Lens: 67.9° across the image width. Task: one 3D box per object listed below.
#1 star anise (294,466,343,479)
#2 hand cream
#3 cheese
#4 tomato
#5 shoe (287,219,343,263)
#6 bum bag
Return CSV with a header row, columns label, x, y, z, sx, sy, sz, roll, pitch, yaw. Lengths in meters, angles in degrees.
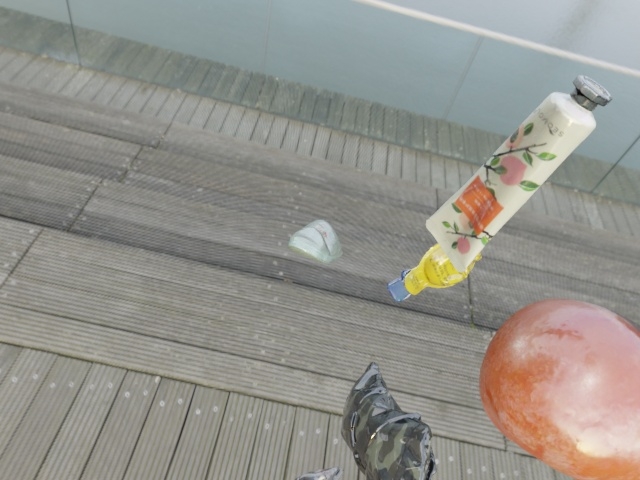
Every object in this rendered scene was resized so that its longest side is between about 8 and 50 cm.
label,x,y,z,sx,sy,sz,roll,pitch,yaw
star anise,-0.045,0.358,0.589,0.065,0.195,0.182,24,11,24
hand cream,0.193,-0.063,0.495,0.050,0.234,0.080,-4,53,-35
cheese,0.286,0.077,1.202,0.250,0.157,0.064,-28,35,6
tomato,0.291,0.164,0.534,0.208,0.208,0.185,28,81,9
shoe,0.000,0.000,1.198,0.103,0.251,0.100,24,92,15
bum bag,0.090,0.293,0.721,0.095,0.340,0.144,16,92,-9
